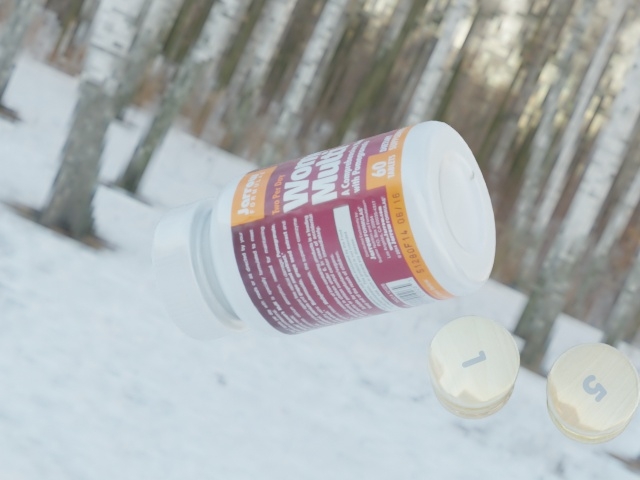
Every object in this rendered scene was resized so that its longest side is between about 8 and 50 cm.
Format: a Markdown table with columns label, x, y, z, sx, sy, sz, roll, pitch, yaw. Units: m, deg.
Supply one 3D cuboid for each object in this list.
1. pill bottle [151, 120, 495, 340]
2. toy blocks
| label | x | y | z | sx | sy | sz | roll | pitch | yaw |
| --- | --- | --- | --- | --- | --- | --- | --- | --- | --- |
| pill bottle | 0.000 | 0.000 | 1.148 | 0.221 | 0.121 | 0.121 | -14 | -14 | 26 |
| toy blocks | 0.126 | 0.089 | 0.991 | 0.123 | 0.054 | 0.148 | 13 | -9 | 8 |
